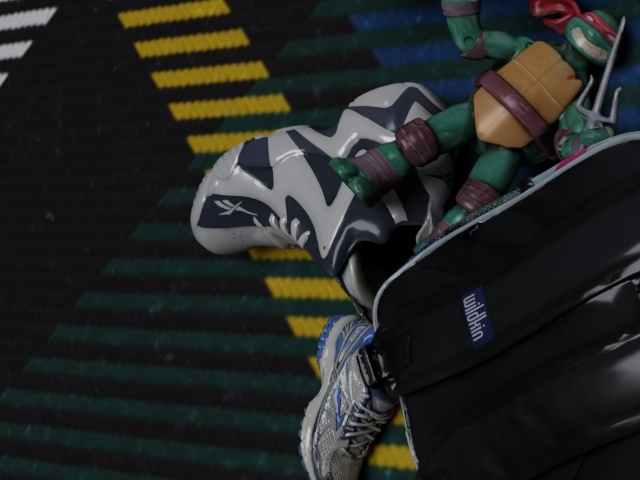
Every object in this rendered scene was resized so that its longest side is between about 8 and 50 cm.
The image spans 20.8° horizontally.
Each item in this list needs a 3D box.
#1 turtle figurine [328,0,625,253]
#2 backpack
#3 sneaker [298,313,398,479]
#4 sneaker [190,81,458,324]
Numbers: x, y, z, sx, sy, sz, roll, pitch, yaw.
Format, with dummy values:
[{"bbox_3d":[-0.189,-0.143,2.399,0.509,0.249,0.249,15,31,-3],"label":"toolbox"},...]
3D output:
[{"bbox_3d":[0.128,-0.090,1.130,0.234,0.118,0.175,-46,60,2],"label":"turtle figurine"},{"bbox_3d":[0.178,0.066,0.983,0.253,0.191,0.225,-39,56,39],"label":"backpack"},{"bbox_3d":[0.024,0.117,1.218,0.058,0.052,0.135,-2,77,39],"label":"sneaker"},{"bbox_3d":[0.000,0.000,1.242,0.235,0.094,0.153,-20,56,28],"label":"sneaker"}]
